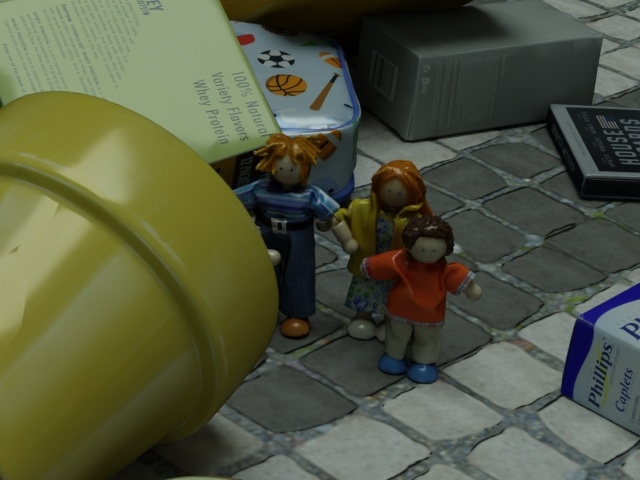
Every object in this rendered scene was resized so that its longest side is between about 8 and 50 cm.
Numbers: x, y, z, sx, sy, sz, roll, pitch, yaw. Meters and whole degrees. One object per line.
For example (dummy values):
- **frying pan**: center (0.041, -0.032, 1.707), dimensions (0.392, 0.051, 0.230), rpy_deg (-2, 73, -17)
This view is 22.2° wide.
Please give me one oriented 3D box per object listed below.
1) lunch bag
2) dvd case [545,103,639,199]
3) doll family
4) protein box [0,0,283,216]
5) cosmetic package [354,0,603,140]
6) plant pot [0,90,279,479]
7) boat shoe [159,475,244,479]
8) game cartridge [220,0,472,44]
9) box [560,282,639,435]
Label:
- **lunch bag**: center (-0.116, -0.118, 1.554), dimensions (0.303, 0.115, 0.243), rpy_deg (0, 34, -7)
- **dvd case**: center (0.365, -0.089, 1.674), dimensions (0.238, 0.030, 0.179), rpy_deg (3, 28, -6)
- **doll family**: center (0.000, 0.000, 1.295), dimensions (0.263, 0.163, 0.118), rpy_deg (8, 28, 4)
- **protein box**: center (-0.165, -0.104, 1.364), dimensions (0.201, 0.136, 0.200), rpy_deg (-19, 69, -17)
- **cosmetic package**: center (0.169, -0.187, 1.747), dimensions (0.238, 0.107, 0.127), rpy_deg (-6, 29, -27)
- **plant pot**: center (-0.191, 0.070, 1.072), dimensions (0.254, 0.254, 0.239), rpy_deg (18, 46, 22)
- **boat shoe**: center (-0.045, 0.196, 1.012), dimensions (0.223, 0.080, 0.073), rpy_deg (0, 23, -19)
- **game cartridge**: center (0.032, -0.260, 1.731), dimensions (0.285, 0.053, 0.323), rpy_deg (-10, -4, -27)
- **box**: center (0.280, 0.096, 1.266), dimensions (0.137, 0.072, 0.126), rpy_deg (27, 34, 36)
